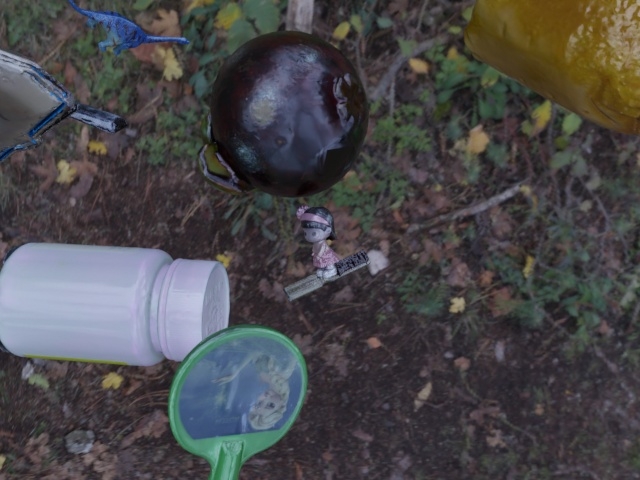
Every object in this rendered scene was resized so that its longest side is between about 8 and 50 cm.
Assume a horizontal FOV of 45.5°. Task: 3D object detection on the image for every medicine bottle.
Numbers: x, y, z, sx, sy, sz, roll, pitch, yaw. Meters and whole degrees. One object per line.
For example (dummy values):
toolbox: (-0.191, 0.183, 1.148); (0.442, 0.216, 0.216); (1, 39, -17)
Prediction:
medicine bottle: (-0.370, 0.116, 1.377); (0.379, 0.213, 0.213); (3, 70, 8)

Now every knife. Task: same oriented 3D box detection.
knife: (-0.264, -0.056, 0.540); (0.089, 0.365, 0.043); (20, 65, -35)

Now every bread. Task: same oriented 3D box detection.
bread: (0.426, -0.363, 1.100); (0.250, 0.361, 0.394); (15, 23, -49)

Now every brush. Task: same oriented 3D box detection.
brush: (0.020, 0.082, 1.882); (0.248, 0.036, 0.043); (-24, 71, -26)

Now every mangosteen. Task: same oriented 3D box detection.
mangosteen: (-0.063, -0.209, 1.324); (0.311, 0.311, 0.311); (7, 71, -21)

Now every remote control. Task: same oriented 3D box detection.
remote control: (-0.284, -0.155, 0.928); (0.096, 0.014, 0.039); (21, 29, 8)

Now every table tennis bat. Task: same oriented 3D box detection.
table tennis bat: (-0.098, 0.212, 0.855); (0.160, 0.039, 0.257); (3, 109, -27)

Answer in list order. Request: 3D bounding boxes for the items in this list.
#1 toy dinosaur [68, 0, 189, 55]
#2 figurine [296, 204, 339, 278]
toy dinosaur: (-0.506, -0.521, 1.920); (0.329, 0.144, 0.076); (15, 66, -36)
figurine: (0.000, 0.000, 1.324); (0.054, 0.072, 0.129); (-22, 104, -27)
